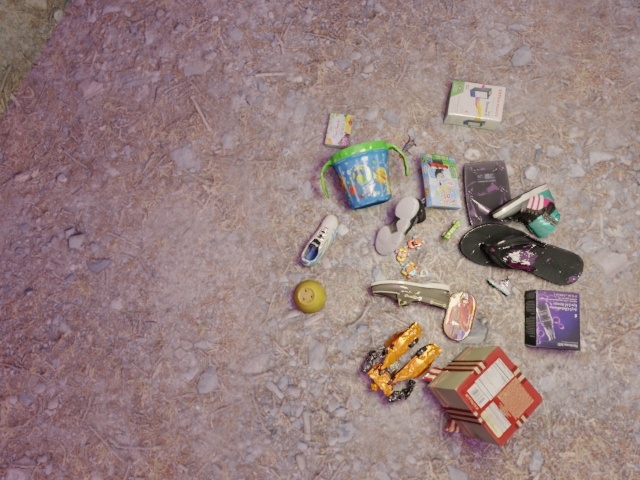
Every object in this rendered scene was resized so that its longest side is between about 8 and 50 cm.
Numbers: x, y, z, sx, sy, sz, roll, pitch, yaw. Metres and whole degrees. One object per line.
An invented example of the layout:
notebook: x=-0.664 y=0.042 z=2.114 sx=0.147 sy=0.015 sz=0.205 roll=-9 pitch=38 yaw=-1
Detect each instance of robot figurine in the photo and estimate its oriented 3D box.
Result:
robot figurine: x=0.297 y=0.456 z=1.519 sx=0.291 sy=0.085 sz=0.211 roll=-41 pitch=78 yaw=-3

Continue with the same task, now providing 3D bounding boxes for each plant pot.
plant pot: x=-0.048 y=0.218 z=1.591 sx=0.134 sy=0.095 sz=0.135 roll=-1 pitch=80 yaw=6

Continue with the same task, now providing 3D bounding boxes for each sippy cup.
sippy cup: x=0.174 y=-0.245 z=1.597 sx=0.305 sy=0.240 sz=0.224 roll=-16 pitch=89 yaw=42

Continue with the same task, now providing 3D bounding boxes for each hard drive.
hard drive: x=0.656 y=-0.183 z=1.609 sx=0.171 sy=0.054 sz=0.255 roll=-4 pitch=80 yaw=6

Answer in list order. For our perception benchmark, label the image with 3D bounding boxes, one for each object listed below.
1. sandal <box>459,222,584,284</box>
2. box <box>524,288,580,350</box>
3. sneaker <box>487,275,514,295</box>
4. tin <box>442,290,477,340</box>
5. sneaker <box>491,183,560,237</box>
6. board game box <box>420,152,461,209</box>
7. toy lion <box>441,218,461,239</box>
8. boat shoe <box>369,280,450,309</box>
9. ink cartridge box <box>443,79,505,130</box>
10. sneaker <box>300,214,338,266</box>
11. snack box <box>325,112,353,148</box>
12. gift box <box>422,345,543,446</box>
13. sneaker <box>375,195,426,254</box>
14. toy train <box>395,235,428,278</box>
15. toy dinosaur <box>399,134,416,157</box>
sandal: x=0.750 y=0.047 z=1.512 sx=0.445 sy=0.107 sz=0.168 roll=15 pitch=101 yaw=8
box: x=0.838 y=0.287 z=1.479 sx=0.153 sy=0.108 sz=0.207 roll=3 pitch=80 yaw=6
sneaker: x=0.692 y=0.158 z=1.556 sx=0.098 sy=0.038 sz=0.069 roll=36 pitch=84 yaw=1
tin: x=0.528 y=0.285 z=1.550 sx=0.106 sy=0.040 sz=0.190 roll=17 pitch=82 yaw=5
sneaker: x=0.778 y=-0.087 z=1.518 sx=0.295 sy=0.124 sz=0.179 roll=-22 pitch=81 yaw=-24
board game box: x=0.474 y=-0.231 z=1.604 sx=0.160 sy=0.039 sz=0.212 roll=1 pitch=79 yaw=-30
toy lion: x=0.511 y=-0.044 z=1.578 sx=0.034 sy=0.096 sz=0.100 roll=41 pitch=86 yaw=11
boat shoe: x=0.338 y=0.207 z=1.546 sx=0.304 sy=0.109 sz=0.091 roll=4 pitch=76 yaw=3
ink cartridge box: x=0.625 y=-0.548 z=1.658 sx=0.212 sy=0.093 sz=0.155 roll=12 pitch=81 yaw=6
sneaker: x=0.000 y=0.000 z=1.631 sx=0.085 sy=0.086 sz=0.237 roll=28 pitch=83 yaw=12
snack box: x=0.080 y=-0.463 z=1.728 sx=0.100 sy=0.037 sz=0.141 roll=9 pitch=81 yaw=9
gift box: x=0.524 y=0.522 z=1.392 sx=0.276 sy=0.258 sz=0.255 roll=-32 pitch=80 yaw=-15
sneaker: x=0.327 y=-0.057 z=1.598 sx=0.101 sy=0.153 sz=0.269 roll=44 pitch=122 yaw=27
toy train: x=0.363 y=0.066 z=1.600 sx=0.125 sy=0.046 sz=0.167 roll=-12 pitch=79 yaw=4
toy dinosaur: x=0.359 y=-0.380 z=1.694 sx=0.082 sy=0.047 sz=0.090 roll=-32 pitch=45 yaw=9
